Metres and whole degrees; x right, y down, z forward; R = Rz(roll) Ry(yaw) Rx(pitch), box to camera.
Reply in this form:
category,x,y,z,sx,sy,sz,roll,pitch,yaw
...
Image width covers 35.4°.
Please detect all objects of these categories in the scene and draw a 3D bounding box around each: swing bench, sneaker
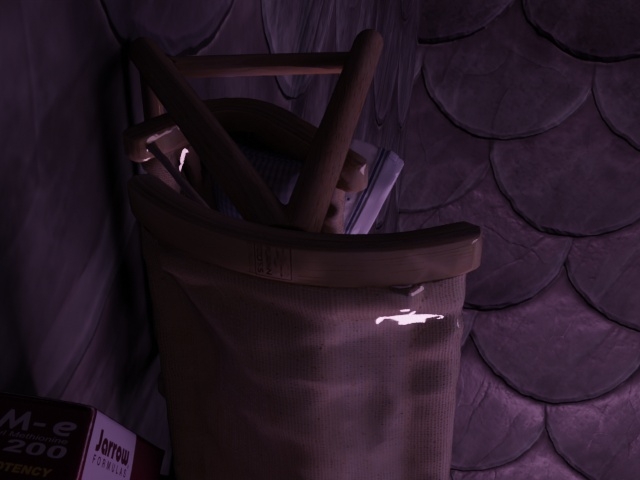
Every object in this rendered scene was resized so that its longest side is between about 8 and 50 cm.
category,x,y,z,sx,sy,sz,roll,pitch,yaw
swing bench,-0.022,0.044,0.579,0.254,0.165,0.253,-102,-170,-56
sneaker,0.000,0.000,1.158,0.258,0.091,0.094,-62,177,3

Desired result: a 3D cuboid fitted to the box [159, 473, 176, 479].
category,x,y,z,sx,sy,sz,roll,pitch,yaw
box,-0.094,0.197,0.716,0.018,0.083,0.067,-72,165,-46

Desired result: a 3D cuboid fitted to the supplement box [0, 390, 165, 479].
category,x,y,z,sx,sy,sz,roll,pitch,yaw
supplement box,-0.142,0.199,0.455,0.130,0.073,0.239,73,24,-69
